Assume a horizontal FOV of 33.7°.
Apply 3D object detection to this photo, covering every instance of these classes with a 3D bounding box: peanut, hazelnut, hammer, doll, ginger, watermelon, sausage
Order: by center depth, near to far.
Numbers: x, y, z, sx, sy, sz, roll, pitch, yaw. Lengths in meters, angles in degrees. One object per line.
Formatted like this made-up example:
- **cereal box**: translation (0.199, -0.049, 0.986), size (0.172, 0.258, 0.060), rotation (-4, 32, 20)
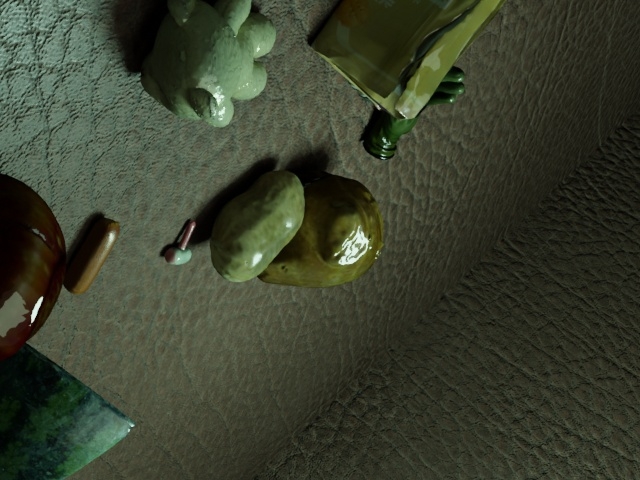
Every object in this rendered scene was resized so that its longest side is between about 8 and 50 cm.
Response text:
- **hazelnut**: translation (-0.412, 0.025, 1.256), size (0.229, 0.229, 0.229), rotation (-42, 159, -20)
- **doll**: translation (-0.148, -0.245, 1.448), size (0.149, 0.175, 0.278), rotation (-16, -177, 23)
- **watermelon**: translation (-0.428, 0.270, 1.569), size (0.283, 0.250, 0.292), rotation (-49, 158, 15)
- **sausage**: translation (-0.343, 0.022, 1.592), size (0.131, 0.041, 0.039), rotation (-56, 154, 17)
- **hammer**: translation (-0.234, 0.003, 1.811), size (0.052, 0.031, 0.083), rotation (-14, 134, -63)
- **peanut**: translation (-0.113, -0.030, 1.868), size (0.224, 0.129, 0.129), rotation (-51, 162, -23)
- **ginger**: translation (0.001, 0.000, 2.029), size (0.269, 0.223, 0.200), rotation (-59, 162, 18)

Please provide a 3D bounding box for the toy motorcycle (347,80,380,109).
- **toy motorcycle**: translation (0.144, -0.329, 1.909), size (0.221, 0.102, 0.150), rotation (-43, 132, -16)

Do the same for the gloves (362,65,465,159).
- **gloves**: translation (0.174, -0.266, 2.070), size (0.268, 0.107, 0.135), rotation (-43, 173, 38)

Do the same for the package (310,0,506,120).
- **package**: translation (0.171, -0.360, 1.721), size (0.311, 0.165, 0.221), rotation (-50, 130, 3)
